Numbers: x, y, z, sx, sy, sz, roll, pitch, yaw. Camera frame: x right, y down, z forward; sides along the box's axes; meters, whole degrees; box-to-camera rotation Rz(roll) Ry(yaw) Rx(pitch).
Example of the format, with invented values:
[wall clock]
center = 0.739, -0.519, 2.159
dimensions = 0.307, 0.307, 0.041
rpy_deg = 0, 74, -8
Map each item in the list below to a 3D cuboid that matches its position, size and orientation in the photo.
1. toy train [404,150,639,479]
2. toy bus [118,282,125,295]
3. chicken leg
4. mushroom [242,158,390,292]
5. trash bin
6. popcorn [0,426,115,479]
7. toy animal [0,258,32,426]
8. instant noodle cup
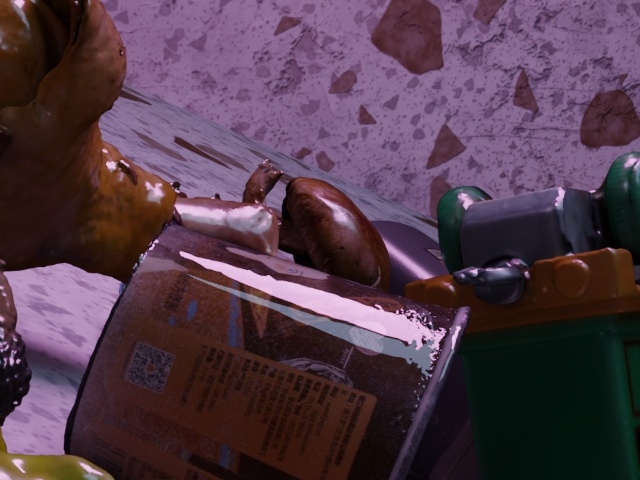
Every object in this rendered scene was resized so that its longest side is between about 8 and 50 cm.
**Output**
[toy train]
center = 0.224, 0.071, 1.297
dimensions = 0.178, 0.249, 0.429
rpy_deg = -11, -8, 33
[toy bus]
center = -0.054, 0.081, 1.415
dimensions = 0.246, 0.113, 0.134
rpy_deg = 36, -9, 46
[chicken leg]
center = -0.189, -0.060, 1.229
dimensions = 0.409, 0.295, 0.182
rpy_deg = 17, 34, -29
[mushroom]
center = 0.001, -0.001, 1.416
dimensions = 0.170, 0.080, 0.135
rpy_deg = 49, -19, 16
[trash bin]
center = 0.126, 0.120, 1.506
dimensions = 0.290, 0.182, 0.209
rpy_deg = 40, 14, 27
[popcorn]
center = -0.160, 0.131, 0.537
dimensions = 0.256, 0.195, 0.255
rpy_deg = 10, 13, -27
[toy animal]
center = -0.236, 0.019, 1.098
dimensions = 0.220, 0.069, 0.086
rpy_deg = 63, -13, 6
[instant noodle cup]
center = -0.035, 0.104, 1.096
dimensions = 0.207, 0.217, 0.217
rpy_deg = 22, 8, 4
